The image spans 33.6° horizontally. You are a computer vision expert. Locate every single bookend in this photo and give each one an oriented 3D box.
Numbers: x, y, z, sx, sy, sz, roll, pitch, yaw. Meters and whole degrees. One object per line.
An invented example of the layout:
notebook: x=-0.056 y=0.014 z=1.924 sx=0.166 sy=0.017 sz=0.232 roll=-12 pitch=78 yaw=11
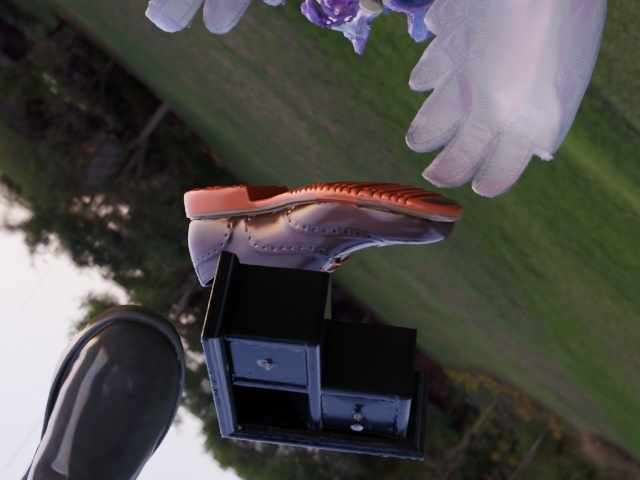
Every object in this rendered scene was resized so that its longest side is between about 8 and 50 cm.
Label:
bookend: x=0.004 y=0.087 z=0.764 sx=0.157 sy=0.072 sz=0.156 roll=6 pitch=145 yaw=4

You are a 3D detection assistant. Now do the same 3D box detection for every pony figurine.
pony figurine: x=0.074 y=-0.238 z=0.749 sx=0.302 sy=0.351 sz=0.363 roll=30 pitch=-178 yaw=-4

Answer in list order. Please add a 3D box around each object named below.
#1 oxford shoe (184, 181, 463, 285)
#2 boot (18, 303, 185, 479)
oxford shoe: x=0.000 y=0.000 z=0.901 sx=0.271 sy=0.099 sz=0.097 roll=0 pitch=-178 yaw=38
boot: x=-0.114 y=0.146 z=0.486 sx=0.076 sy=0.190 sz=0.208 roll=21 pitch=-167 yaw=-11
